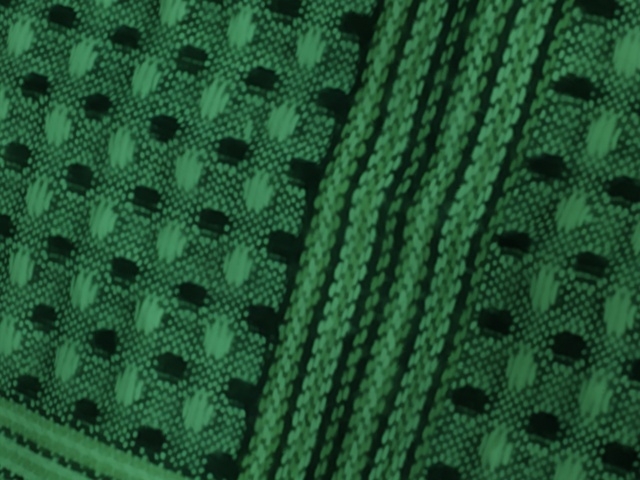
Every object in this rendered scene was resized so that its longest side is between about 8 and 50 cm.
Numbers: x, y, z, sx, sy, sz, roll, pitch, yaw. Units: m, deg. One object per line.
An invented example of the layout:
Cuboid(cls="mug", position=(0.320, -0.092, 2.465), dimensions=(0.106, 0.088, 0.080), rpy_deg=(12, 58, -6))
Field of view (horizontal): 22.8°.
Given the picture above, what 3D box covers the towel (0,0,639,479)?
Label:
Cuboid(cls="towel", position=(0.000, 0.000, 0.342), dimensions=(0.056, 0.324, 0.312), rpy_deg=(17, 95, -67))
